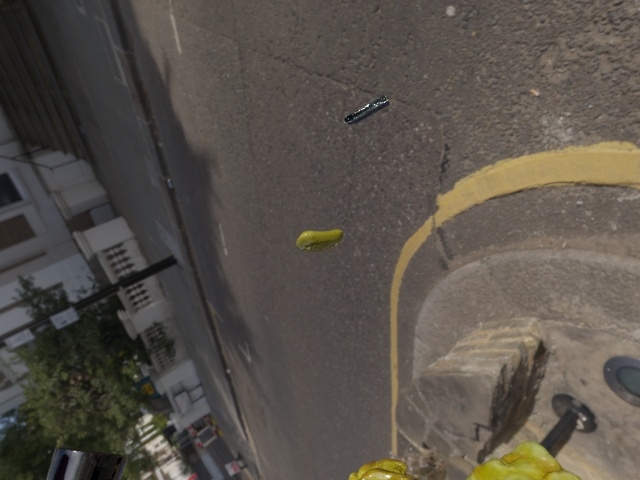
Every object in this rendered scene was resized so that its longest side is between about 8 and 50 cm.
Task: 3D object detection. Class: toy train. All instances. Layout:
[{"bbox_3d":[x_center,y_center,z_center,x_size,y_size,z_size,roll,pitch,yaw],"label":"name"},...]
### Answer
[{"bbox_3d":[0.080,-0.225,0.758,0.017,0.083,0.017,41,-152,-55],"label":"toy train"}]

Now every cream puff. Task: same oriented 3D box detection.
[{"bbox_3d":[0.203,0.830,1.400,0.291,0.257,0.324,18,175,27],"label":"cream puff"}]

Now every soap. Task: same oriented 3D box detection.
[{"bbox_3d":[0.000,0.001,1.226,0.089,0.140,0.045,127,134,-56],"label":"soap"}]

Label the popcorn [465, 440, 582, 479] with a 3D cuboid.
[{"bbox_3d":[0.390,0.515,0.740,0.321,0.290,0.325,13,136,32],"label":"popcorn"}]

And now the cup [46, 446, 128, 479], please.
[{"bbox_3d":[-0.551,0.576,0.985,0.239,0.166,0.177,135,149,-57],"label":"cup"}]
